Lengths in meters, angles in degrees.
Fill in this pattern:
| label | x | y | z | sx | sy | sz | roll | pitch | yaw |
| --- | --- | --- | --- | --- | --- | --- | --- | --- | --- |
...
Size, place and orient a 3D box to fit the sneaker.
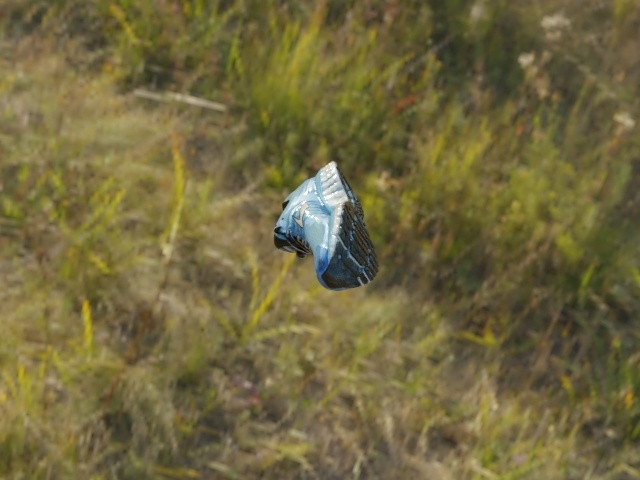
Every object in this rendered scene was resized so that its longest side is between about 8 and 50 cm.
| label | x | y | z | sx | sy | sz | roll | pitch | yaw |
| --- | --- | --- | --- | --- | --- | --- | --- | --- | --- |
| sneaker | 0.000 | 0.000 | 1.180 | 0.073 | 0.063 | 0.162 | -27 | 25 | 9 |
